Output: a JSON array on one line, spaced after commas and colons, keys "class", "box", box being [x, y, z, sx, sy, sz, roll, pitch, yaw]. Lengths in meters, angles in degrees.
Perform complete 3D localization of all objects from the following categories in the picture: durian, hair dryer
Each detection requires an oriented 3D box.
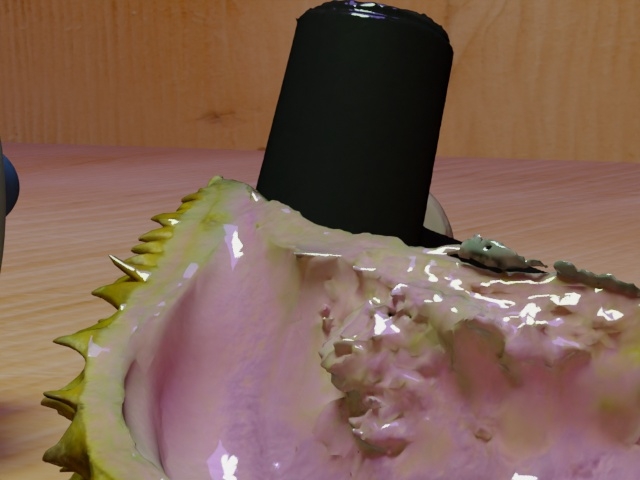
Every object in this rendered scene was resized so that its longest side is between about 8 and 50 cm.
[{"class": "durian", "box": [0.017, 0.055, 0.435, 0.182, 0.132, 0.165, 24, -1, 8]}, {"class": "hair dryer", "box": [0.057, 0.007, 0.952, 0.089, 0.197, 0.251, 0, -16, 40]}]

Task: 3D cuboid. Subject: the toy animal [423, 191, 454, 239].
[{"class": "toy animal", "box": [0.002, 0.001, 1.145, 0.124, 0.124, 0.212, -2, 0, -16]}]

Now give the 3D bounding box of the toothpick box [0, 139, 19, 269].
[{"class": "toothpick box", "box": [-0.294, -0.007, 0.760, 0.355, 0.263, 0.263, -4, 7, -35]}]
